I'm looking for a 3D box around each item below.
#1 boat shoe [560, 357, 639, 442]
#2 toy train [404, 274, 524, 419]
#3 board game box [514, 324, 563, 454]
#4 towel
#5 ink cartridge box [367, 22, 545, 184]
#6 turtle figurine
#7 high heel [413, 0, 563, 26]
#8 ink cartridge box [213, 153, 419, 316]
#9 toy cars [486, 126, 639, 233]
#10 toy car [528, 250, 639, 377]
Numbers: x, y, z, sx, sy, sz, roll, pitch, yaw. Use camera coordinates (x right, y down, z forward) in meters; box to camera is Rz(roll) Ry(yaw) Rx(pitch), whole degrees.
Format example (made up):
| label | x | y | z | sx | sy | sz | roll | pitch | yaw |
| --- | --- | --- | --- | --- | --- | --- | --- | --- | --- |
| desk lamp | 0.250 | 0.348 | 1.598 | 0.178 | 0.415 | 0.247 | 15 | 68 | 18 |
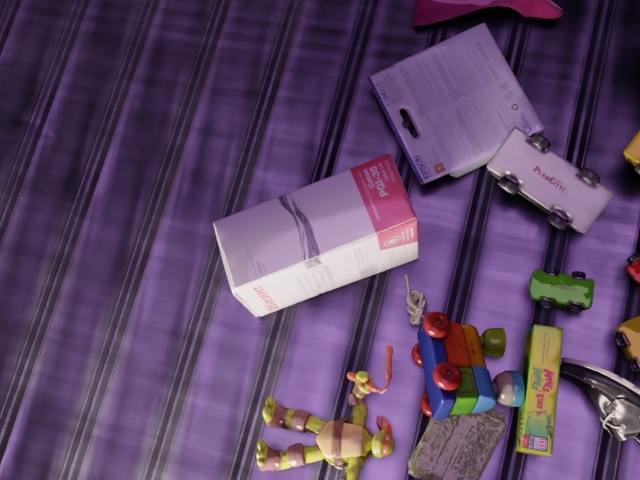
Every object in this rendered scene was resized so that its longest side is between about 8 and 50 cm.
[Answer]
| label | x | y | z | sx | sy | sz | roll | pitch | yaw |
| --- | --- | --- | --- | --- | --- | --- | --- | --- | --- |
| boat shoe | 0.446 | 0.251 | 1.196 | 0.233 | 0.084 | 0.079 | 34 | 81 | 11 |
| toy train | 0.217 | 0.149 | 1.254 | 0.143 | 0.105 | 0.248 | 1 | 51 | -8 |
| board game box | 0.322 | 0.223 | 1.214 | 0.043 | 0.092 | 0.181 | 7 | 76 | 8 |
| towel | 0.207 | 0.307 | 1.239 | 0.110 | 0.027 | 0.148 | 26 | 78 | 12 |
| ink cartridge box | 0.223 | -0.223 | 1.371 | 0.223 | 0.045 | 0.223 | -24 | 74 | 0 |
| turtle figurine | 0.022 | 0.288 | 1.236 | 0.217 | 0.087 | 0.270 | 2 | 74 | 14 |
| high heel | 0.284 | -0.390 | 1.408 | 0.244 | 0.082 | 0.117 | 18 | 106 | -1 |
| ink cartridge box | 0.000 | 0.000 | 1.253 | 0.283 | 0.207 | 0.117 | -20 | 72 | 1 |
| toy cars | 0.463 | -0.100 | 1.291 | 0.393 | 0.087 | 0.177 | -5 | 85 | 10 |
| toy car | 0.432 | 0.087 | 1.259 | 0.224 | 0.053 | 0.239 | 9 | 76 | 10 |
